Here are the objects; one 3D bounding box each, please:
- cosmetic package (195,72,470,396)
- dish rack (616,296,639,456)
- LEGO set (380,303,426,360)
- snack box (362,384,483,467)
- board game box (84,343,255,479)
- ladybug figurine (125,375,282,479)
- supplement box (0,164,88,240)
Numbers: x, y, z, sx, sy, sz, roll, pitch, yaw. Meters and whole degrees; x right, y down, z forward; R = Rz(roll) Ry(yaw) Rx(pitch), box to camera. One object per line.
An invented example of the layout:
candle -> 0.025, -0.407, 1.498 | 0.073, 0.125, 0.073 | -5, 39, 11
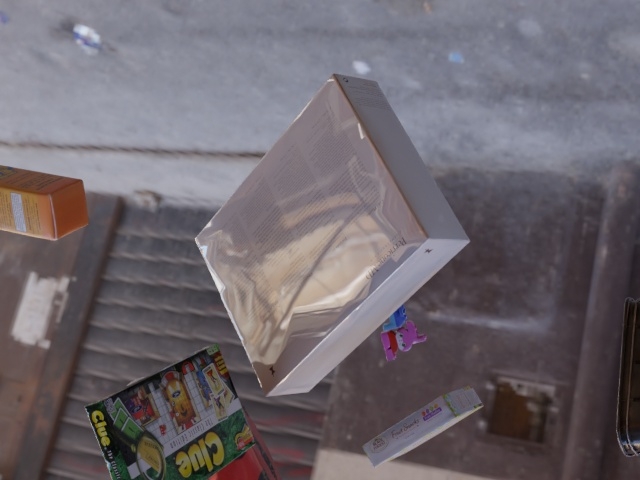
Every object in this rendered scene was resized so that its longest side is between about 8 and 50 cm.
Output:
cosmetic package -> 0.000, 0.000, 1.509 | 0.097, 0.284, 0.377 | 4, 141, -43
dish rack -> 0.448, 0.218, 1.337 | 0.074, 0.208, 0.271 | -9, 138, 32
LEGO set -> 0.131, 0.072, 1.785 | 0.093, 0.227, 0.087 | -14, -176, 8
snack box -> 0.136, 0.246, 1.429 | 0.141, 0.037, 0.100 | -37, 163, 25
board game box -> -0.160, 0.209, 1.205 | 0.030, 0.136, 0.260 | -19, -179, 23
ladybug figurine -> -0.156, 0.350, 1.587 | 0.162, 0.305, 0.449 | -24, 140, -1
supplement box -> -0.464, -0.063, 1.622 | 0.233, 0.080, 0.078 | 8, -155, 29
